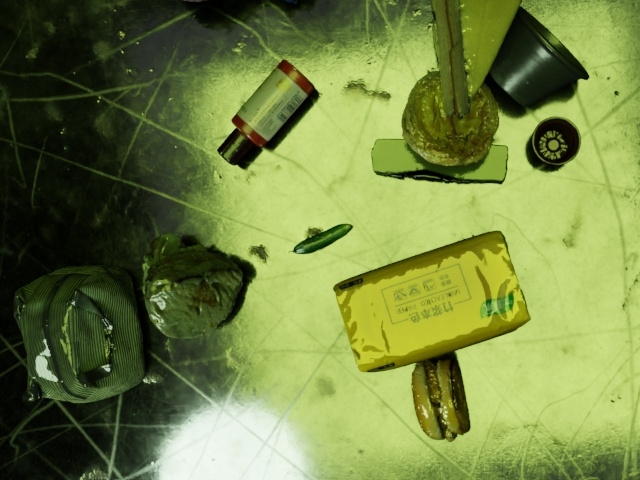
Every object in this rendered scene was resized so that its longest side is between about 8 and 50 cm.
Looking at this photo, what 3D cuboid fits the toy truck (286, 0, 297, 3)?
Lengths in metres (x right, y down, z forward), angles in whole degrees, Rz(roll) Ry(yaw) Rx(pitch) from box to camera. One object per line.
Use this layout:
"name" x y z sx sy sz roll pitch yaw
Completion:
"toy truck" -0.095 -0.687 1.936 0.176 0.161 0.213 6 90 32

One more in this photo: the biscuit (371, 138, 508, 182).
"biscuit" 0.280 -0.188 1.910 0.322 0.038 0.099 4 86 10

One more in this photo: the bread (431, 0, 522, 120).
"bread" 0.275 -0.449 1.722 0.242 0.346 0.405 30 79 2

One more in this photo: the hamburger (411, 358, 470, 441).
"hamburger" 0.275 0.368 1.839 0.117 0.182 0.191 -13 130 20

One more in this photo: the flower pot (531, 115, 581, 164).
"flower pot" 0.534 -0.222 1.844 0.111 0.089 0.111 0 88 9

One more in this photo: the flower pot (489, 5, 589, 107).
"flower pot" 0.470 -0.399 1.812 0.235 0.235 0.148 49 117 7

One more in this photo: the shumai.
"shumai" -0.334 0.103 1.938 0.218 0.255 0.189 39 124 36

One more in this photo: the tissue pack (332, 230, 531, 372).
"tissue pack" 0.249 0.140 1.786 0.381 0.293 0.228 -20 81 8

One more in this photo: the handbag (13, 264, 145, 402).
"handbag" -0.585 0.229 1.944 0.247 0.240 0.341 -8 89 13

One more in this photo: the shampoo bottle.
"shampoo bottle" -0.141 -0.299 1.945 0.104 0.104 0.278 42 95 7

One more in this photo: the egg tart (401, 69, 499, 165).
"egg tart" 0.295 -0.275 1.866 0.231 0.098 0.252 -13 72 -1

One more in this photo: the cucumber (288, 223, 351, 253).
"cucumber" 0.000 0.000 1.952 0.167 0.039 0.039 -26 85 6
